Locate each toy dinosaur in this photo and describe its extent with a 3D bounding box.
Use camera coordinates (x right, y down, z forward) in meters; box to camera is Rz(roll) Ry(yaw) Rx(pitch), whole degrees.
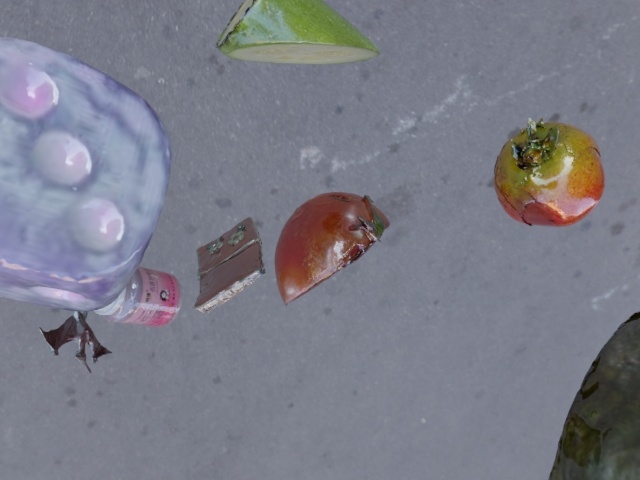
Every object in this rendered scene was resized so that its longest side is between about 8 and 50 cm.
[{"bbox_3d":[-0.410,0.166,0.997,0.032,0.108,0.220,-9,160,11],"label":"toy dinosaur"}]

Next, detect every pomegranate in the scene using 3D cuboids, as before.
[{"bbox_3d":[0.437,-0.131,1.124,0.210,0.210,0.235,-37,139,10],"label":"pomegranate"}]

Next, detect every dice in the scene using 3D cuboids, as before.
[{"bbox_3d":[-0.369,-0.068,0.751,0.271,0.270,0.270,23,158,-32],"label":"dice"}]

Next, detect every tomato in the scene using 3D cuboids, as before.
[{"bbox_3d":[0.000,-0.006,1.306,0.308,0.309,0.170,-35,88,8],"label":"tomato"}]

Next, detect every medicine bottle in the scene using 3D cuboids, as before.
[{"bbox_3d":[-0.455,0.128,1.389,0.147,0.147,0.247,-44,149,15],"label":"medicine bottle"}]

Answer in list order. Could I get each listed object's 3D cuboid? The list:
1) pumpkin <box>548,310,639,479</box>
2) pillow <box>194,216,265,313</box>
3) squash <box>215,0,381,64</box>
[{"bbox_3d":[0.311,0.181,0.409,0.303,0.225,0.257,-10,109,-46],"label":"pumpkin"},{"bbox_3d":[-0.148,0.035,0.954,0.126,0.232,0.043,-36,113,5],"label":"pillow"},{"bbox_3d":[-0.035,-0.347,1.063,0.260,0.189,0.189,34,110,-25],"label":"squash"}]
